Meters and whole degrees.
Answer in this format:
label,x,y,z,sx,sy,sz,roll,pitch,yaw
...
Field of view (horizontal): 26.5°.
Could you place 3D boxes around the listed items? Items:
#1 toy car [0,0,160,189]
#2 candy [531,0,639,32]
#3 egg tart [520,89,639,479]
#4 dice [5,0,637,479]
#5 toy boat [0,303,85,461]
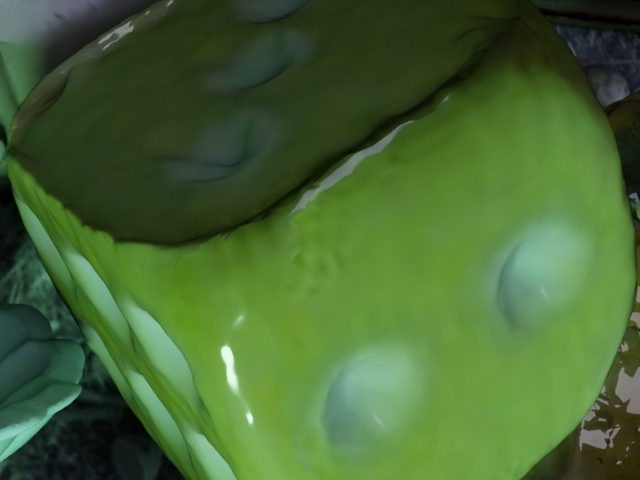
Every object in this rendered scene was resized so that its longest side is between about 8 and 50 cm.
label,x,y,z,sx,sy,sz,roll,pitch,yaw
toy car,-0.142,-0.212,0.769,0.242,0.226,0.335,-11,85,-32
candy,0.229,-0.266,1.063,0.321,0.135,0.179,1,77,-32
egg tart,0.287,0.112,0.923,0.443,0.178,0.443,4,85,-53
dice,0.000,0.000,0.688,0.233,0.238,0.226,-32,127,-18
toy boat,-0.266,0.078,0.676,0.290,0.199,0.100,9,108,-29
